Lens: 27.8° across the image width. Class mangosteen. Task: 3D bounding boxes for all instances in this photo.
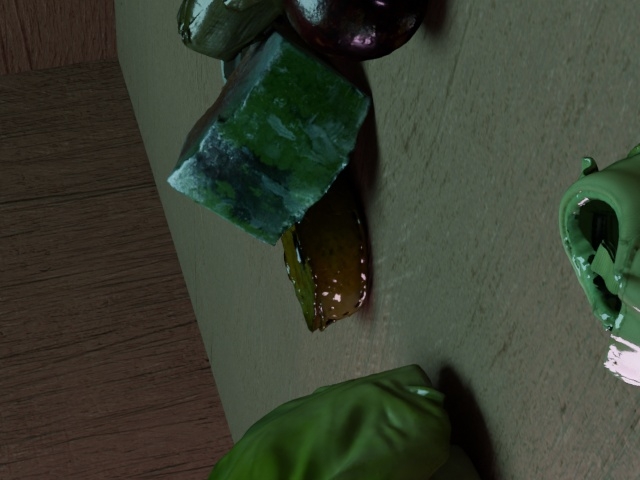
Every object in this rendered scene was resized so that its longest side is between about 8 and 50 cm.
[{"bbox_3d":[0.042,-0.281,1.406,0.184,0.172,0.172,132,125,-72],"label":"mangosteen"}]

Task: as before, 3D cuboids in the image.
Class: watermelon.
[{"bbox_3d":[-0.090,-0.168,1.808,0.264,0.151,0.302,-53,33,15],"label":"watermelon"}]

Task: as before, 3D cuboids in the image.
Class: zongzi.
[{"bbox_3d":[-0.061,-0.333,1.689,0.300,0.145,0.273,47,116,49],"label":"zongzi"}]

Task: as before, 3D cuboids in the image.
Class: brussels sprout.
[{"bbox_3d":[0.023,0.390,1.605,0.342,0.361,0.425,115,141,-71],"label":"brussels sprout"}]

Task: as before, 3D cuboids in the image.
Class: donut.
[{"bbox_3d":[0.000,0.000,1.942,0.272,0.107,0.272,167,90,-81],"label":"donut"}]

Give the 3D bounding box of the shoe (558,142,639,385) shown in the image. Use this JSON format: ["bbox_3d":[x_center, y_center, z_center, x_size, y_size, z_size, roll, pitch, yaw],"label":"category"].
[{"bbox_3d":[0.261,0.042,0.928,0.140,0.128,0.262,74,178,-55],"label":"shoe"}]

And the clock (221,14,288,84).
[{"bbox_3d":[-0.088,-0.332,1.963,0.236,0.053,0.236,17,-90,-79],"label":"clock"}]
